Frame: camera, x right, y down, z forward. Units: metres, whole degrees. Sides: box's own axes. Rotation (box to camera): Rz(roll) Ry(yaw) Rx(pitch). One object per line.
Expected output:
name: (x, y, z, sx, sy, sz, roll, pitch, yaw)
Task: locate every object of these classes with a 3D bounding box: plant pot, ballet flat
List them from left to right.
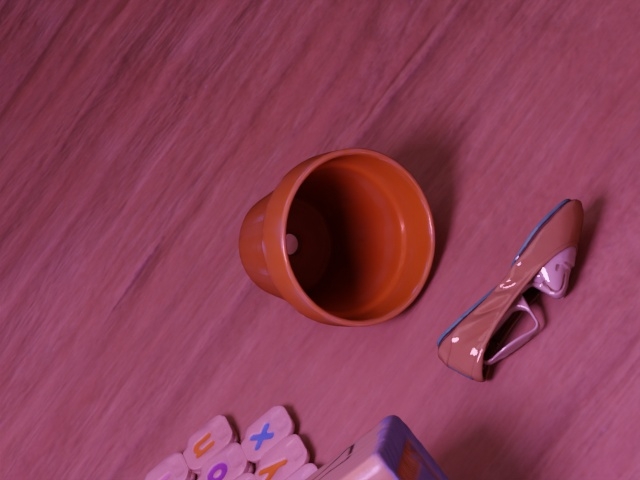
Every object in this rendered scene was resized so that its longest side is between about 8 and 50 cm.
plant pot: (0.000, 0.000, 2.157, 0.188, 0.205, 0.205, -5, 51, 60)
ballet flat: (0.225, 0.060, 1.988, 0.073, 0.080, 0.232, 41, 90, 25)

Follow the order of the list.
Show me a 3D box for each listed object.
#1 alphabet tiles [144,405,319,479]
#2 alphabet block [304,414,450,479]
alphabet tiles: (-0.119, 0.324, 2.095, 0.278, 0.021, 0.284, -41, 37, 6)
alphabet block: (0.046, 0.313, 1.753, 0.197, 0.193, 0.192, -38, 0, 11)
